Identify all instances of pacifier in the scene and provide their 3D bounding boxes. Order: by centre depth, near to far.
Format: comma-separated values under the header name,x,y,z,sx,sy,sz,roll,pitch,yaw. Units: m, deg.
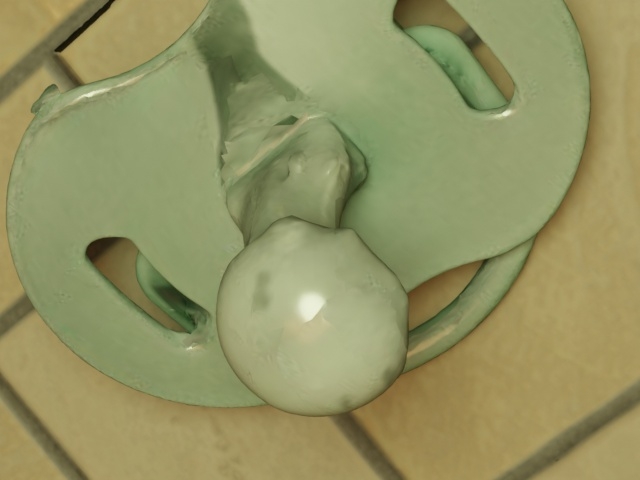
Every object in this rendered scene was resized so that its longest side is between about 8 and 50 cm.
name,x,y,z,sx,sy,sz,roll,pitch,yaw
pacifier,0.000,0.000,0.833,0.343,0.269,0.288,-38,118,20
